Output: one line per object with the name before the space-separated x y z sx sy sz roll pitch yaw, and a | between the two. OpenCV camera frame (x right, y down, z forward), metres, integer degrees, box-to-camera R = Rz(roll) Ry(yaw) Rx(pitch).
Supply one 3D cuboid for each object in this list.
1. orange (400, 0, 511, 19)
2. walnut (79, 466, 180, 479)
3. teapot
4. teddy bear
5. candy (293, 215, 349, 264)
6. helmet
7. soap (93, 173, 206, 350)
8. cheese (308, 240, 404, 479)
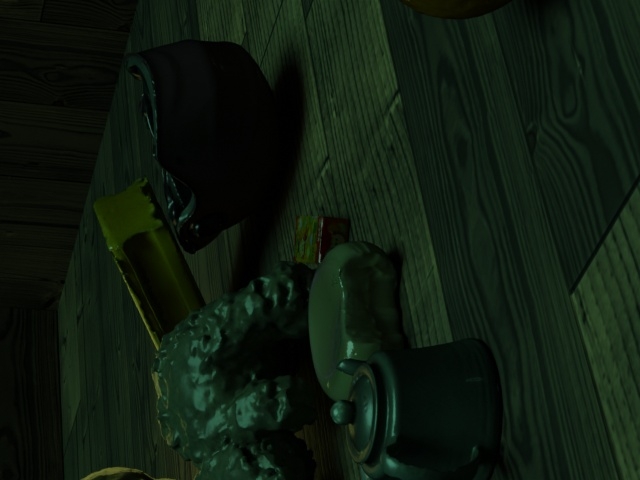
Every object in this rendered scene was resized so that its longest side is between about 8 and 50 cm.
orange | 0.128 -0.317 1.669 0.219 0.193 0.219 170 90 -87
walnut | -0.253 0.483 2.489 0.383 0.384 0.383 -175 90 -74
teapot | 0.084 0.177 1.754 0.239 0.149 0.162 -118 37 -62
teddy bear | -0.083 0.248 2.293 0.357 0.225 0.367 131 126 -61
candy | 0.000 0.000 2.277 0.122 0.038 0.062 -178 93 -73
helmet | -0.154 -0.150 2.552 0.338 0.197 0.271 77 172 -49
soap | -0.232 0.083 2.682 0.204 0.096 0.324 -122 9 -63
cheese | 0.048 0.143 2.013 0.163 0.082 0.286 116 151 -52
